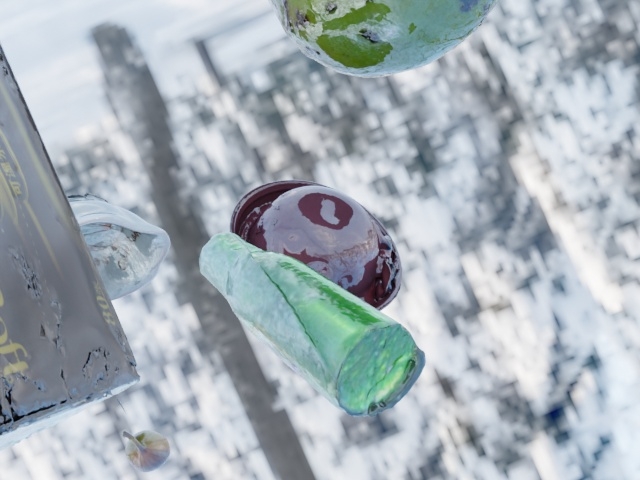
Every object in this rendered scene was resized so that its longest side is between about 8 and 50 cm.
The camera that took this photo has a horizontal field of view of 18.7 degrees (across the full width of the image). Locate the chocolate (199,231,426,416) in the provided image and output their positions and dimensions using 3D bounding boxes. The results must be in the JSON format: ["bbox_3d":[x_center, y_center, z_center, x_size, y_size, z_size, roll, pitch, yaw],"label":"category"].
[{"bbox_3d":[-0.026,0.070,1.943,0.110,0.110,0.291,-25,-144,-26],"label":"chocolate"}]

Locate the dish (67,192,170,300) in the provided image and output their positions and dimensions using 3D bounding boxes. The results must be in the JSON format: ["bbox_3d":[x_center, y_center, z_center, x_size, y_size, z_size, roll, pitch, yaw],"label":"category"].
[{"bbox_3d":[-0.294,0.004,2.305,0.229,0.081,0.229,-15,155,-7],"label":"dish"}]

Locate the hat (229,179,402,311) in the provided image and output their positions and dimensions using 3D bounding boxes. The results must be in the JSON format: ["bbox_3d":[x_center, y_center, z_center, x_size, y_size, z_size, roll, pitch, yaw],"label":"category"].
[{"bbox_3d":[0.000,0.000,2.149,0.205,0.205,0.089,-26,154,-38],"label":"hat"}]

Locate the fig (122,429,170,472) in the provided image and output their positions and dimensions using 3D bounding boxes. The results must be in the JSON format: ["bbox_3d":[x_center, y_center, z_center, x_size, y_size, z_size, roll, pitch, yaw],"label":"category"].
[{"bbox_3d":[-0.201,0.232,2.181,0.050,0.050,0.083,-23,156,7],"label":"fig"}]

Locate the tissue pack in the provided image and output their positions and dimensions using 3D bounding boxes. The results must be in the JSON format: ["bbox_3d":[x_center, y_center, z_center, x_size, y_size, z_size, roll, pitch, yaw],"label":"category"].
[{"bbox_3d":[-0.289,-0.019,1.215,0.198,0.370,0.210,-25,177,20],"label":"tissue pack"}]

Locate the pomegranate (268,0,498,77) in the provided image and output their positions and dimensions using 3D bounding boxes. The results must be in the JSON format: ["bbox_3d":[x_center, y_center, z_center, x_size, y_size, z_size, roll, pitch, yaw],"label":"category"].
[{"bbox_3d":[0.064,-0.328,2.085,0.291,0.290,0.323,-23,157,2],"label":"pomegranate"}]
